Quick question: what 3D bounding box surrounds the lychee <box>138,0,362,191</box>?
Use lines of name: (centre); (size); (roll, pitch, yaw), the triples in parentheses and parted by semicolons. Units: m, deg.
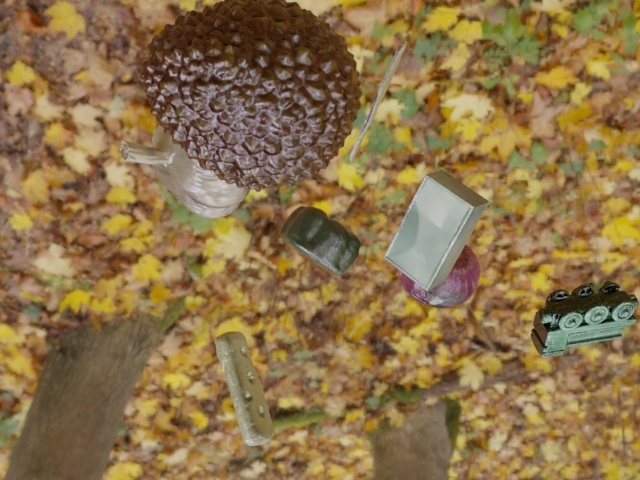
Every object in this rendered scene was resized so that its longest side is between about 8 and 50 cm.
lychee: (-0.094, -0.187, 1.022); (0.272, 0.271, 0.271); (8, 141, 6)

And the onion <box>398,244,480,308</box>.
onion: (0.298, 0.085, 2.099); (0.201, 0.200, 0.207); (-25, 136, 38)

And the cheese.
cheese: (-0.125, 0.243, 1.383); (0.043, 0.194, 0.065); (-25, 167, 23)

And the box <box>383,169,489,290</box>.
box: (0.251, -0.023, 1.822); (0.129, 0.086, 0.225); (38, 121, 23)

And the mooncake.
mooncake: (0.000, 0.000, 1.798); (0.168, 0.104, 0.175); (25, 170, 30)

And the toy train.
toy train: (0.430, 0.127, 1.358); (0.171, 0.071, 0.111); (-7, 131, -10)

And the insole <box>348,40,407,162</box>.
insole: (0.101, -0.243, 1.495); (0.011, 0.081, 0.247); (26, 122, 3)

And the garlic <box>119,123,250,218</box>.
garlic: (-0.223, -0.137, 1.360); (0.212, 0.218, 0.218); (-9, 152, -31)
